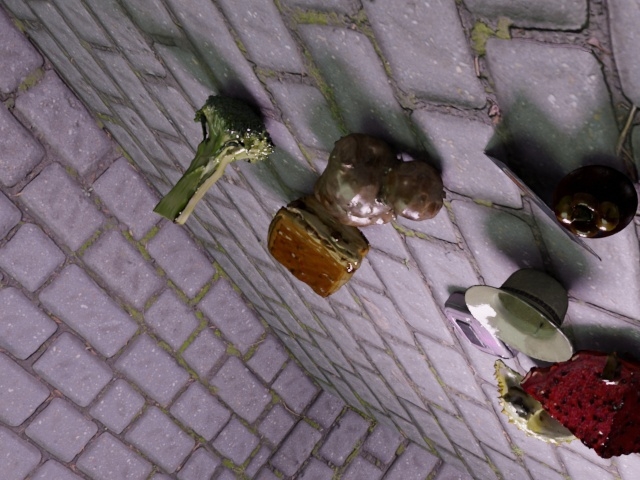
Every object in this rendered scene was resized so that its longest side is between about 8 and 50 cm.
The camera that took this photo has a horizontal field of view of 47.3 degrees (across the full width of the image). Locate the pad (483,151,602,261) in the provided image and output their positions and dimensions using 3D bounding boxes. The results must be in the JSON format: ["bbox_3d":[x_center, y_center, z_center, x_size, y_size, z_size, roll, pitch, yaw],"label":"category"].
[{"bbox_3d":[0.390,-0.064,1.298,0.245,0.006,0.170,43,-171,-9],"label":"pad"}]

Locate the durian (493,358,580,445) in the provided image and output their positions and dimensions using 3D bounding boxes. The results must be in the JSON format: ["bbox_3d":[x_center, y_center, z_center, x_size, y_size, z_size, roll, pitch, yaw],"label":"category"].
[{"bbox_3d":[0.579,0.421,1.901,0.306,0.172,0.166,27,154,18],"label":"durian"}]

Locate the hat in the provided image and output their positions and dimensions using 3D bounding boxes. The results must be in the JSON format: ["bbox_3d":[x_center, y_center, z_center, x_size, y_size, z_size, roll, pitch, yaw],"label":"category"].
[{"bbox_3d":[0.451,0.134,1.564,0.257,0.130,0.257,35,162,14],"label":"hat"}]

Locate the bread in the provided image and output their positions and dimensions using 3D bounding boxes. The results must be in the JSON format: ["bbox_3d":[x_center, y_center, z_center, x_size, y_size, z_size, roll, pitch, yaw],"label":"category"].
[{"bbox_3d":[0.000,0.000,2.063,0.277,0.167,0.324,38,152,6],"label":"bread"}]

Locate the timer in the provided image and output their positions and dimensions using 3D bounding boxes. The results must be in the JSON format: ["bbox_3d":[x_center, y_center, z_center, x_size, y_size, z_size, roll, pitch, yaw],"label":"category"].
[{"bbox_3d":[0.426,0.229,1.932,0.208,0.069,0.191,48,162,-27],"label":"timer"}]

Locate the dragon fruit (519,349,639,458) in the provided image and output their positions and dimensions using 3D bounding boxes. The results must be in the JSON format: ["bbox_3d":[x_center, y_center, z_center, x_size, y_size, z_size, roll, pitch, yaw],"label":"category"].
[{"bbox_3d":[0.594,0.355,1.642,0.330,0.240,0.302,12,129,42],"label":"dragon fruit"}]

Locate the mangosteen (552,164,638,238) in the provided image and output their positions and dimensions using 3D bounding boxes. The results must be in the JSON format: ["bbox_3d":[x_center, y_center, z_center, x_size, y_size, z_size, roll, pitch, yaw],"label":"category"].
[{"bbox_3d":[0.429,-0.056,1.160,0.140,0.140,0.140,35,161,14],"label":"mangosteen"}]

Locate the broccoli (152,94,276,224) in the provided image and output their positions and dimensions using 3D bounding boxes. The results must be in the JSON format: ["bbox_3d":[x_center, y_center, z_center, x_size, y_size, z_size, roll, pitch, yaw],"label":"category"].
[{"bbox_3d":[-0.281,-0.197,1.888,0.221,0.361,0.252,37,-160,-14],"label":"broccoli"}]

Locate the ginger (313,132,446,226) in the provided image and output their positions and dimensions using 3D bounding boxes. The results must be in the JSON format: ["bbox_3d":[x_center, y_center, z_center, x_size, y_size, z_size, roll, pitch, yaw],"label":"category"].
[{"bbox_3d":[0.097,-0.115,1.616,0.256,0.176,0.375,28,165,-16],"label":"ginger"}]
